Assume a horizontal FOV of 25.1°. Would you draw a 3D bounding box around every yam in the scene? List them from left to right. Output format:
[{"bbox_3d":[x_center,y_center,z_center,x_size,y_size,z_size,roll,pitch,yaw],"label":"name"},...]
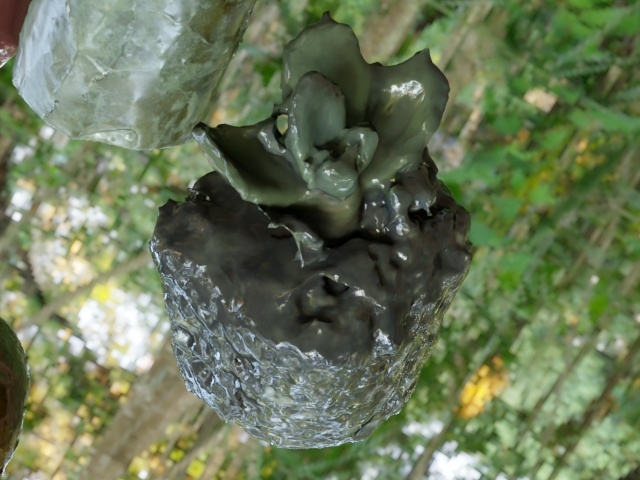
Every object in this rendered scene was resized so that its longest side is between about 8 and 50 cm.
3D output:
[{"bbox_3d":[-0.126,-0.187,1.058,0.161,0.268,0.161,16,-137,-16],"label":"yam"}]

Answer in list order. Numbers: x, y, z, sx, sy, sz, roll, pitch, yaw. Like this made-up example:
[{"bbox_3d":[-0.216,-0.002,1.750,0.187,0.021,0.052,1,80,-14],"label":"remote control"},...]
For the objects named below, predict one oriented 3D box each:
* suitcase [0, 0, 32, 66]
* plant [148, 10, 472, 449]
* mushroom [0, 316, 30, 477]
[{"bbox_3d":[-0.448,-0.306,1.721,0.161,0.236,0.297,13,170,-25],"label":"suitcase"},{"bbox_3d":[0.000,0.000,1.075,0.213,0.312,0.215,37,-128,17],"label":"plant"},{"bbox_3d":[-0.308,0.151,1.121,0.138,0.194,0.231,28,-156,-6],"label":"mushroom"}]
